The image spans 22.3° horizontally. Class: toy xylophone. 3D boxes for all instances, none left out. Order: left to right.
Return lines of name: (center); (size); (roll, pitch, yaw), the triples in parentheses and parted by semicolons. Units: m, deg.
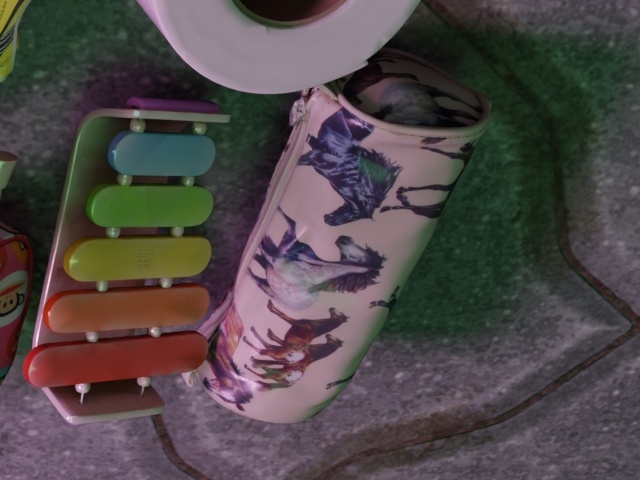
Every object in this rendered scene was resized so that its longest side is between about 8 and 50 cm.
toy xylophone: (-0.201, 0.017, 1.480); (0.236, 0.081, 0.322); (-11, 118, -40)

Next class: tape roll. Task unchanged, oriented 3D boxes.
tape roll: (-0.047, -0.260, 1.268); (0.246, 0.169, 0.246); (-16, 131, -20)

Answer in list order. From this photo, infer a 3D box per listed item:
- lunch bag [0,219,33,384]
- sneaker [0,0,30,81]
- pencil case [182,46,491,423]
lunch bag: (-0.396, 0.084, 1.467); (0.293, 0.120, 0.258); (-32, 150, -44)
sneaker: (-0.337, -0.154, 1.344); (0.147, 0.145, 0.385); (31, 119, -34)
pencil case: (0.000, 0.000, 1.554); (0.183, 0.160, 0.410); (16, 125, -14)
